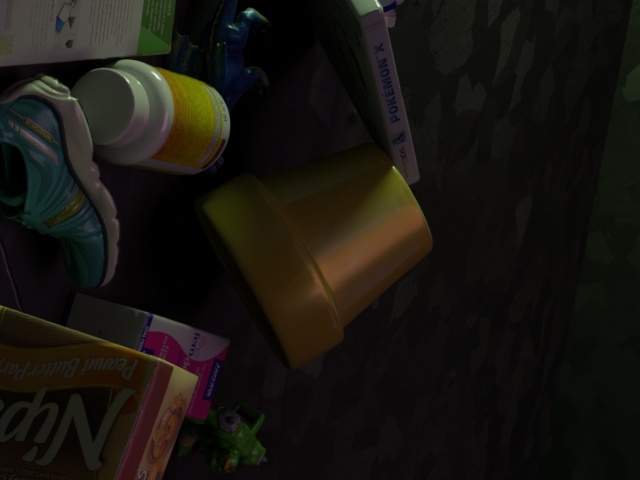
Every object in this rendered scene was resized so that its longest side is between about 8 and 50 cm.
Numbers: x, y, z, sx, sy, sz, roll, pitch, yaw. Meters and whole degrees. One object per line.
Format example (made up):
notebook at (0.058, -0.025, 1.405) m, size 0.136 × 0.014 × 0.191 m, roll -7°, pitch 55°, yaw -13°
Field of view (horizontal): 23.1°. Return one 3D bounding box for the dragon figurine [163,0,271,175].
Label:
dragon figurine at (-0.131, -0.219, 1.898) m, size 0.144 × 0.085 × 0.289 m, roll -43°, pitch 141°, yaw -49°

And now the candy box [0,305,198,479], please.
candy box at (-0.294, 0.165, 1.515) m, size 0.087 × 0.317 × 0.182 m, roll 34°, pitch 73°, yaw -63°

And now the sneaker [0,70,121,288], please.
sneaker at (-0.295, -0.053, 1.680) m, size 0.110 × 0.107 × 0.275 m, roll -36°, pitch 134°, yaw -24°

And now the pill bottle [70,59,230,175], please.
pill bottle at (-0.195, -0.138, 1.764) m, size 0.215 × 0.117 × 0.117 m, roll 6°, pitch 98°, yaw -69°

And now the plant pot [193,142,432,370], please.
plant pot at (0.000, 0.000, 1.995) m, size 0.239 × 0.254 × 0.254 m, roll -31°, pitch 142°, yaw -7°

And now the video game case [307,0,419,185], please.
video game case at (0.033, -0.275, 2.003) m, size 0.036 × 0.329 × 0.300 m, roll -22°, pitch 138°, yaw -4°

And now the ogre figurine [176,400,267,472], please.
ogre figurine at (-0.143, 0.252, 2.100) m, size 0.097 × 0.118 × 0.197 m, roll -53°, pitch 146°, yaw -38°

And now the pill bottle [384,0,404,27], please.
pill bottle at (0.086, -0.389, 2.242) m, size 0.087 × 0.087 × 0.160 m, roll -16°, pitch 118°, yaw -61°

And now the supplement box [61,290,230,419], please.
supplement box at (-0.216, 0.143, 1.900) m, size 0.220 × 0.114 × 0.111 m, roll 26°, pitch 79°, yaw -66°

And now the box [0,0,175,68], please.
box at (-0.252, -0.304, 1.645) m, size 0.322 × 0.058 × 0.232 m, roll -16°, pitch 118°, yaw -59°

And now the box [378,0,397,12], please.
box at (0.043, -0.386, 2.099) m, size 0.137 × 0.072 × 0.126 m, roll 74°, pitch -3°, yaw -48°
